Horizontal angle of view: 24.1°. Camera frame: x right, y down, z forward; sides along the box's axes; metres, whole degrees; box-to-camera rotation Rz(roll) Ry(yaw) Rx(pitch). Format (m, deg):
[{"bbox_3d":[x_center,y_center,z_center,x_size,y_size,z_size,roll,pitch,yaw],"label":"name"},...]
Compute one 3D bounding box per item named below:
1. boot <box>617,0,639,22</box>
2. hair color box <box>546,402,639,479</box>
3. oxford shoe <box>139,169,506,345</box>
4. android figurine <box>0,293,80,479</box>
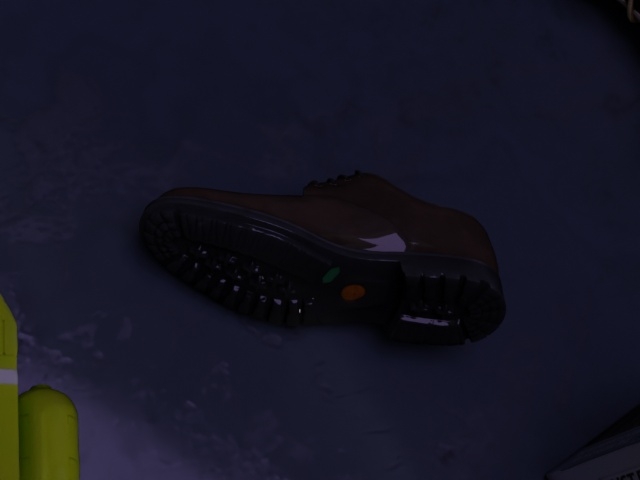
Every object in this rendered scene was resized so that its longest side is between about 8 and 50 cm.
[{"bbox_3d":[0.213,-0.180,1.046,0.203,0.095,0.262,13,67,-15],"label":"boot"},{"bbox_3d":[0.313,0.252,0.882,0.113,0.185,0.374,-32,84,-25],"label":"hair color box"},{"bbox_3d":[0.000,0.000,0.932,0.227,0.083,0.096,13,46,-13],"label":"oxford shoe"},{"bbox_3d":[-0.247,0.111,0.794,0.248,0.056,0.273,4,62,-25],"label":"android figurine"}]
